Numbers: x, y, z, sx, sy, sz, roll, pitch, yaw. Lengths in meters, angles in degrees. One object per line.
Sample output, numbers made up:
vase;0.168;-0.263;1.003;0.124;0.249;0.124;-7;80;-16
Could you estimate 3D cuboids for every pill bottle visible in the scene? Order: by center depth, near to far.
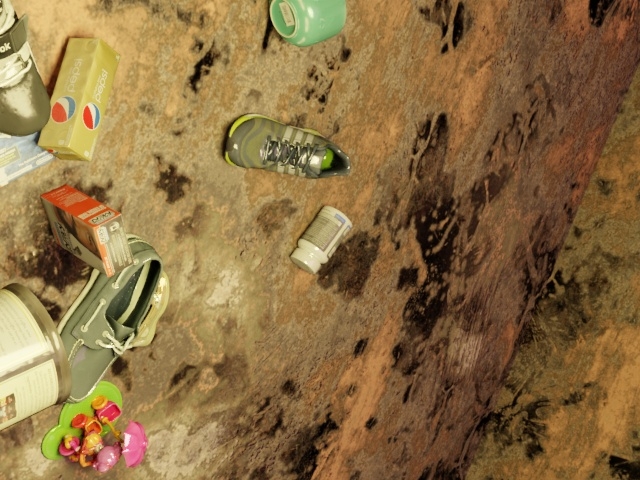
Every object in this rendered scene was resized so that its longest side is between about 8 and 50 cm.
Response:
pill bottle;0.000;0.000;1.821;0.137;0.078;0.078;-54;139;-15

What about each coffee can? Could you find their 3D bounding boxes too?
coffee can;-0.536;0.202;1.234;0.275;0.202;0.201;-24;125;-39

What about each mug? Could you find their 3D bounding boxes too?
mug;-0.040;-0.427;1.548;0.097;0.158;0.129;-31;153;-31

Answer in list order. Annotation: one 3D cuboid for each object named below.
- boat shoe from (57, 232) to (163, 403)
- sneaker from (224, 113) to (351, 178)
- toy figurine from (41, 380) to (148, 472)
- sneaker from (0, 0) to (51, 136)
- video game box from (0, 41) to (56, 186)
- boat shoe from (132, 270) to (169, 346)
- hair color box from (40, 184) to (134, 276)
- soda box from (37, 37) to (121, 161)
boat shoe;-0.368;0.145;1.470;0.116;0.099;0.319;28;87;-50
sneaker;-0.057;-0.174;1.640;0.300;0.121;0.111;-2;109;-47
toy figurine;-0.384;0.354;1.508;0.173;0.159;0.130;-41;134;-26
sneaker;-0.446;-0.273;1.102;0.122;0.146;0.330;-47;126;-28
video game box;-0.487;-0.168;1.231;0.205;0.048;0.187;-36;129;-31
boat shoe;-0.320;0.123;1.550;0.048;0.056;0.153;5;112;-53
hair color box;-0.368;-0.018;1.338;0.053;0.167;0.093;-32;129;-34
soda box;-0.362;-0.214;1.285;0.058;0.061;0.181;39;60;-62
